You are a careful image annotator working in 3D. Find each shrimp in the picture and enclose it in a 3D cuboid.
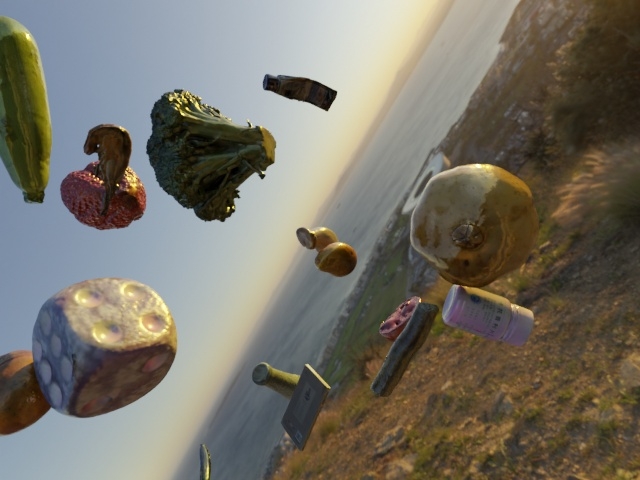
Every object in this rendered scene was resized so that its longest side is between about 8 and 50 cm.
[{"bbox_3d":[-0.597,-0.195,1.136,0.066,0.117,0.261,43,112,51],"label":"shrimp"}]

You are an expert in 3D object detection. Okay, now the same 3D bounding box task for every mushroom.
[{"bbox_3d":[-0.001,0.001,1.463,0.088,0.096,0.213,-19,-16,27],"label":"mushroom"}]

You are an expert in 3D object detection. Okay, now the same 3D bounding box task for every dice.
[{"bbox_3d":[-0.571,0.278,1.109,0.272,0.270,0.270,-3,-48,-52],"label":"dice"}]

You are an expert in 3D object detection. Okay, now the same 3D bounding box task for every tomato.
[{"bbox_3d":[0.382,0.365,1.807,0.233,0.139,0.200,-43,4,0],"label":"tomato"}]

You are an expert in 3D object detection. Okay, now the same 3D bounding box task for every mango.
[{"bbox_3d":[0.056,0.061,1.374,0.178,0.090,0.115,25,-82,-49],"label":"mango"}]

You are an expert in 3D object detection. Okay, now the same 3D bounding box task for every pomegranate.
[{"bbox_3d":[0.453,-0.042,1.247,0.409,0.411,0.410,-60,2,4],"label":"pomegranate"}]

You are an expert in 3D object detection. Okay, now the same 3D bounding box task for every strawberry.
[{"bbox_3d":[-0.689,-0.143,1.368,0.250,0.289,0.238,-51,-45,-37],"label":"strawberry"}]

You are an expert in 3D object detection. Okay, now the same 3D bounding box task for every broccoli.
[{"bbox_3d":[-0.251,-0.193,0.962,0.321,0.284,0.303,-20,-76,-78],"label":"broccoli"}]

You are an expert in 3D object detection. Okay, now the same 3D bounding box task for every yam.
[{"bbox_3d":[0.235,0.308,1.167,0.067,0.071,0.317,40,111,45],"label":"yam"}]

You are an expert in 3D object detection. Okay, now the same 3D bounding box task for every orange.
[{"bbox_3d":[-0.838,0.408,1.135,0.240,0.241,0.171,-62,-38,-35],"label":"orange"}]

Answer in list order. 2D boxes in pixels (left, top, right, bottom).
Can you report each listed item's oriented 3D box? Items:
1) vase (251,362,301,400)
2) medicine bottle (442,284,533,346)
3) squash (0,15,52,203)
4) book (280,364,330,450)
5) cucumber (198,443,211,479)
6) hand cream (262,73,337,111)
[{"bbox_3d":[-0.148,0.494,1.462,0.096,0.219,0.096,-18,52,24],"label":"vase"},{"bbox_3d":[0.546,0.246,1.371,0.152,0.255,0.151,18,-90,-82],"label":"medicine bottle"},{"bbox_3d":[-0.612,-0.258,0.839,0.118,0.119,0.369,-82,-12,-84],"label":"squash"},{"bbox_3d":[-0.047,0.482,1.211,0.139,0.016,0.198,27,94,57],"label":"book"},{"bbox_3d":[-0.343,0.663,1.235,0.036,0.032,0.184,-18,10,-14],"label":"cucumber"},{"bbox_3d":[-0.046,-0.332,0.926,0.062,0.163,0.038,124,145,-45],"label":"hand cream"}]
